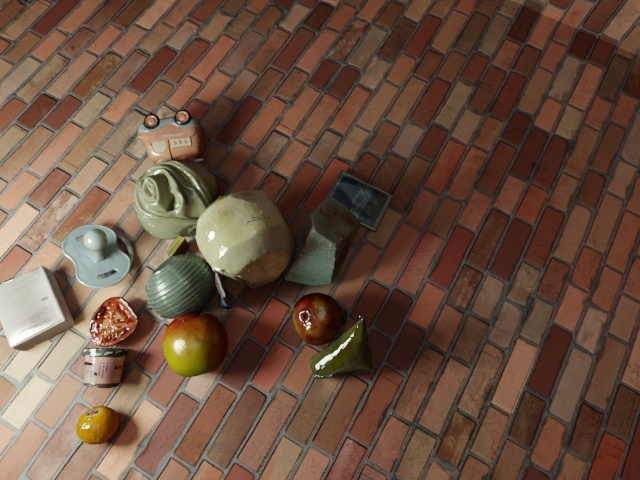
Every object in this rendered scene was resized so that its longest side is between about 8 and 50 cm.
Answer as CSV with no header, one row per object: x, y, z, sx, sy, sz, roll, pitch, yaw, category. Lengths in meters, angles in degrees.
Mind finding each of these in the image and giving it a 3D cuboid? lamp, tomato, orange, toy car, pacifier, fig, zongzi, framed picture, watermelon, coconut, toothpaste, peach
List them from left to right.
-0.759,0.634,1.666,0.135,0.118,0.136,-13,30,8,orange
-0.834,0.032,1.842,0.238,0.226,0.287,-22,72,-29,pacifier
-0.770,0.311,1.808,0.174,0.082,0.166,-37,79,-19,tomato
-0.618,-0.406,2.043,0.270,0.180,0.213,-9,79,-6,toy car
-0.514,0.176,1.794,0.265,0.233,0.233,-38,75,-18,lamp
-0.445,0.369,1.733,0.230,0.231,0.231,1,69,-2,peach
-0.349,0.197,1.767,0.061,0.266,0.096,-22,70,-13,toothpaste
-0.285,-0.018,1.806,0.346,0.346,0.361,-27,63,-11,coconut
-0.001,0.290,1.793,0.205,0.205,0.206,1,69,-2,fig
0.000,0.000,1.857,0.228,0.258,0.387,30,76,12,watermelon
0.065,0.381,1.725,0.227,0.256,0.115,-10,38,-2,zongzi
0.157,-0.168,2.053,0.259,0.023,0.189,27,74,8,framed picture

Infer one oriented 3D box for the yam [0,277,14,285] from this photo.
-1.216,0.180,1.866,0.094,0.043,0.043,-26,72,-9,yam

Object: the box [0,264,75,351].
-1.072,0.249,1.810,0.203,0.106,0.252,-29,72,-13,box

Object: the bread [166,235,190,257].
-0.559,0.037,1.912,0.035,0.094,0.090,26,70,9,bread

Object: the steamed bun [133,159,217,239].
-0.574,-0.170,1.909,0.323,0.219,0.310,-8,81,-3,steamed bun

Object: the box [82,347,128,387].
-0.769,0.449,1.726,0.150,0.151,0.135,3,77,-1,box
